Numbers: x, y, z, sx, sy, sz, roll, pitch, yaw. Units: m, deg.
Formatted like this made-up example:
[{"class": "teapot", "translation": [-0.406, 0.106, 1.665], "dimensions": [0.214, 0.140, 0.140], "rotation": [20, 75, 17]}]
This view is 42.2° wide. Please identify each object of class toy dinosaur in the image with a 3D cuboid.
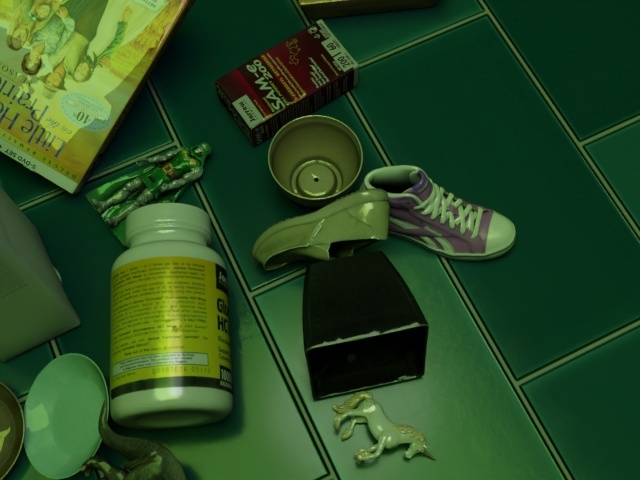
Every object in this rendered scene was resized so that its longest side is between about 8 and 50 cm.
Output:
[{"class": "toy dinosaur", "translation": [-0.258, 0.376, 1.235], "dimensions": [0.160, 0.121, 0.314], "rotation": [-9, 93, 0]}]

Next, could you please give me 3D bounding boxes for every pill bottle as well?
[{"class": "pill bottle", "translation": [-0.239, 0.119, 1.321], "dimensions": [0.187, 0.188, 0.334], "rotation": [-5, 69, -1]}]

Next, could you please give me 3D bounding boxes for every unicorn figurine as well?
[{"class": "unicorn figurine", "translation": [0.094, 0.304, 1.309], "dimensions": [0.111, 0.060, 0.162], "rotation": [-31, 71, -10]}]

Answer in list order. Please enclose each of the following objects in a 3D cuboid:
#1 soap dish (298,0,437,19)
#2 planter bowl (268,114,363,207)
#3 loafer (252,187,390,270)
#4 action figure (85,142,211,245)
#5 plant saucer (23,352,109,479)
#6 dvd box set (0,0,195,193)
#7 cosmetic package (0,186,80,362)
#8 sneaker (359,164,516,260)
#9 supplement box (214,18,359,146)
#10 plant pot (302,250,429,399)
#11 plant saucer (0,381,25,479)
[{"class": "soap dish", "translation": [0.091, -0.553, 1.624], "dimensions": [0.290, 0.118, 0.229], "rotation": [-7, 68, -1]}, {"class": "planter bowl", "translation": [-0.007, -0.123, 1.458], "dimensions": [0.162, 0.109, 0.162], "rotation": [-1, 68, 2]}, {"class": "loafer", "translation": [0.000, 0.000, 1.364], "dimensions": [0.268, 0.102, 0.092], "rotation": [-26, 73, 31]}, {"class": "action figure", "translation": [-0.293, -0.107, 1.485], "dimensions": [0.232, 0.063, 0.137], "rotation": [-36, 69, -16]}, {"class": "plant saucer", "translation": [-0.394, 0.278, 1.314], "dimensions": [0.195, 0.037, 0.195], "rotation": [-10, 70, 29]}, {"class": "dvd box set", "translation": [-0.457, -0.337, 1.463], "dimensions": [0.307, 0.062, 0.420], "rotation": [32, 91, -5]}, {"class": "cosmetic package", "translation": [-0.524, 0.022, 1.262], "dimensions": [0.156, 0.385, 0.217], "rotation": [-27, 68, -11]}, {"class": "sneaker", "translation": [0.200, -0.049, 1.398], "dimensions": [0.282, 0.161, 0.102], "rotation": [12, 67, 4]}, {"class": "supplement box", "translation": [-0.061, -0.295, 1.548], "dimensions": [0.239, 0.073, 0.130], "rotation": [-33, 72, -11]}, {"class": "plant pot", "translation": [0.057, 0.125, 1.325], "dimensions": [0.187, 0.188, 0.167], "rotation": [-12, 57, -4]}, {"class": "plant saucer", "translation": [-0.568, 0.316, 1.330], "dimensions": [0.198, 0.036, 0.199], "rotation": [0, 67, 1]}]
